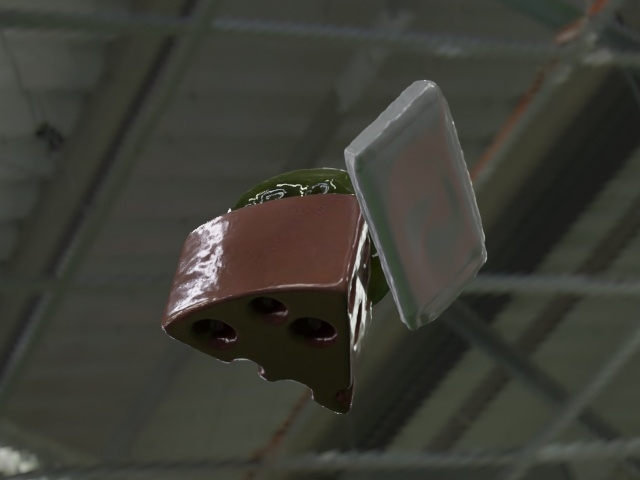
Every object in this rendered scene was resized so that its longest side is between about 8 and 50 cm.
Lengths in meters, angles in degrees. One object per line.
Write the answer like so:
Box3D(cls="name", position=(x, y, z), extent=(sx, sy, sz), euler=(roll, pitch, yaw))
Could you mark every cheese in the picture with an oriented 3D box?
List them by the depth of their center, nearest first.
Box3D(cls="cheese", position=(-0.048, 0.046, 1.817), extent=(0.177, 0.128, 0.203), euler=(8, -37, 7))

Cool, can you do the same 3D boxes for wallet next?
Box3D(cls="wallet", position=(0.079, -0.029, 1.600), extent=(0.124, 0.032, 0.183), euler=(-46, -50, -36))

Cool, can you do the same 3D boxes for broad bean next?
Box3D(cls="broad bean", position=(-0.001, 0.000, 1.984), extent=(0.207, 0.153, 0.072), euler=(4, -9, 29))
